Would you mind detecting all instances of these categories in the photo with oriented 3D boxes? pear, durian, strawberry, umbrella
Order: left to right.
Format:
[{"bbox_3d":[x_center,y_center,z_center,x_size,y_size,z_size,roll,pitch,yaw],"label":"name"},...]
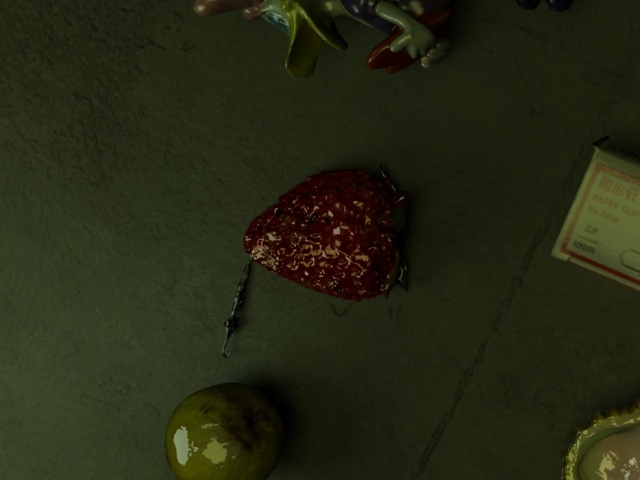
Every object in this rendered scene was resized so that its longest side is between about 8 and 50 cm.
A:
[{"bbox_3d":[-0.127,0.262,1.410,0.162,0.149,0.148,-30,87,33],"label":"pear"},{"bbox_3d":[-0.114,0.088,1.438,0.022,0.022,0.148,24,105,45],"label":"umbrella"},{"bbox_3d":[-0.004,-0.015,1.314,0.228,0.098,0.174,13,106,23],"label":"strawberry"},{"bbox_3d":[0.354,0.237,1.212,0.140,0.078,0.224,24,101,33],"label":"durian"}]

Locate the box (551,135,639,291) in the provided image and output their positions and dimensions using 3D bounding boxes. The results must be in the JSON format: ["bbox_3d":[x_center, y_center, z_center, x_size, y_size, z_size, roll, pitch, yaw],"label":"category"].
[{"bbox_3d":[0.353,-0.015,1.138,0.182,0.099,0.133,26,110,18],"label":"box"}]

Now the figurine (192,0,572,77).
[{"bbox_3d":[0.071,-0.284,1.191,0.421,0.154,0.193,-18,88,27],"label":"figurine"}]
